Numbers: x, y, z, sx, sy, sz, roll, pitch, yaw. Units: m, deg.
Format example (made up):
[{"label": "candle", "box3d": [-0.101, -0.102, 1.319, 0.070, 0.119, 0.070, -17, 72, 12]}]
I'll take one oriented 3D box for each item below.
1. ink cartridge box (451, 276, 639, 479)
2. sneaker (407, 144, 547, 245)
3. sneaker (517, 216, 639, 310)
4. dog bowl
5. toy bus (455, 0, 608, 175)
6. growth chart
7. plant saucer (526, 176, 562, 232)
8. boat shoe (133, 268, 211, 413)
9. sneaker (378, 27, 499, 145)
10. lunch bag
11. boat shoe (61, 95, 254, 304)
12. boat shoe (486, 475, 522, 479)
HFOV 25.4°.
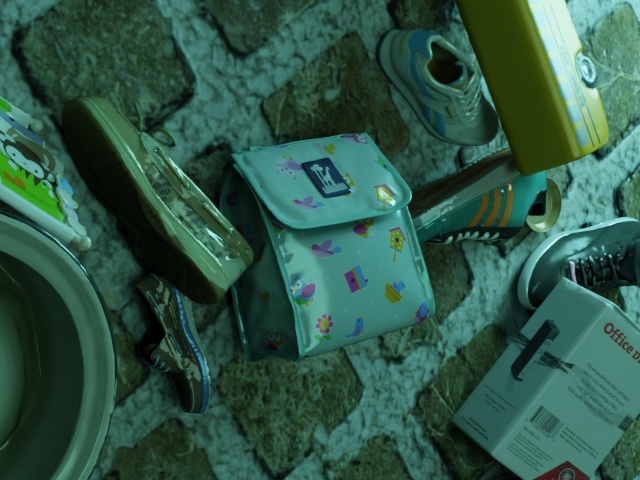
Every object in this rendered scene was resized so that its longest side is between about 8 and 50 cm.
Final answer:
[{"label": "ink cartridge box", "box3d": [0.354, 0.220, 2.054, 0.197, 0.114, 0.273, 39, 90, -35]}, {"label": "sneaker", "box3d": [0.215, -0.036, 1.959, 0.302, 0.108, 0.121, -27, 107, -35]}, {"label": "sneaker", "box3d": [0.434, 0.037, 2.120, 0.296, 0.147, 0.104, -20, 110, -34]}, {"label": "dog bowl", "box3d": [-0.418, 0.147, 1.422, 0.408, 0.150, 0.407, -9, 106, -33]}, {"label": "toy bus", "box3d": [0.279, -0.266, 1.924, 0.130, 0.108, 0.332, -27, 98, -49]}, {"label": "growth chart", "box3d": [-0.319, -0.089, 1.473, 0.021, 0.237, 0.172, -45, 133, 15]}, {"label": "plant saucer", "box3d": [0.325, -0.054, 2.105, 0.083, 0.015, 0.083, -5, 99, -38]}, {"label": "boat shoe", "box3d": [-0.183, 0.125, 1.693, 0.066, 0.066, 0.183, -18, 96, -31]}, {"label": "sneaker", "box3d": [0.177, -0.200, 1.918, 0.229, 0.092, 0.087, 39, 70, -36]}, {"label": "lunch bag", "box3d": [0.000, 0.000, 1.763, 0.223, 0.160, 0.262, -13, 92, -34]}, {"label": "boat shoe", "box3d": [-0.188, -0.057, 1.627, 0.089, 0.105, 0.285, -46, 112, -30]}, {"label": "boat shoe", "box3d": [0.226, 0.398, 2.046, 0.228, 0.069, 0.081, -17, 106, -36]}]
